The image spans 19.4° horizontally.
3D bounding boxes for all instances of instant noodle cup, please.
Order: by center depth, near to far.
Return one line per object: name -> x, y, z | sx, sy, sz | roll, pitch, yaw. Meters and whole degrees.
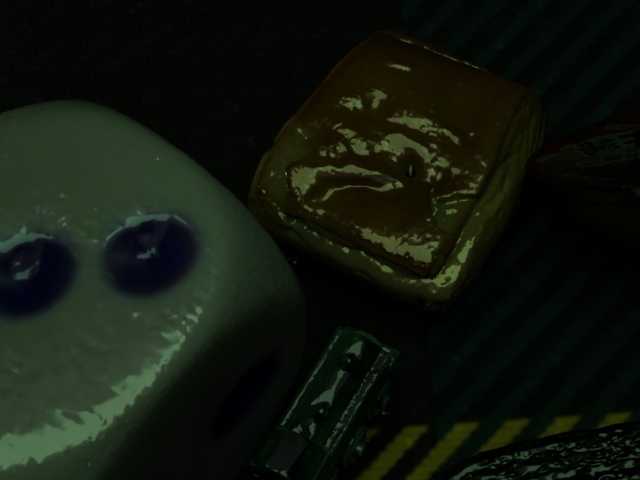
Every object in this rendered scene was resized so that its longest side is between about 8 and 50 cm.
instant noodle cup -> 0.311, -0.046, 1.544 | 0.274, 0.274, 0.091 | -15, 105, -4

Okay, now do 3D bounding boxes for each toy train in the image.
toy train -> 0.005, 0.142, 1.493 | 0.071, 0.111, 0.170 | 27, 67, 12

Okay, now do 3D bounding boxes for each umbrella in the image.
umbrella -> 0.000, 0.004, 1.618 | 0.148, 0.022, 0.022 | -12, 25, -12

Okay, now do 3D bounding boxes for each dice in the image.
dice -> -0.200, 0.093, 1.419 | 0.277, 0.304, 0.304 | 34, 69, 19

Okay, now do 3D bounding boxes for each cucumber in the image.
cucumber -> 0.201, 0.186, 1.479 | 0.265, 0.077, 0.077 | -7, 62, 0

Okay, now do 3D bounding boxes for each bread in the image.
bread -> 0.071, -0.069, 1.596 | 0.210, 0.099, 0.235 | 26, 61, 14
